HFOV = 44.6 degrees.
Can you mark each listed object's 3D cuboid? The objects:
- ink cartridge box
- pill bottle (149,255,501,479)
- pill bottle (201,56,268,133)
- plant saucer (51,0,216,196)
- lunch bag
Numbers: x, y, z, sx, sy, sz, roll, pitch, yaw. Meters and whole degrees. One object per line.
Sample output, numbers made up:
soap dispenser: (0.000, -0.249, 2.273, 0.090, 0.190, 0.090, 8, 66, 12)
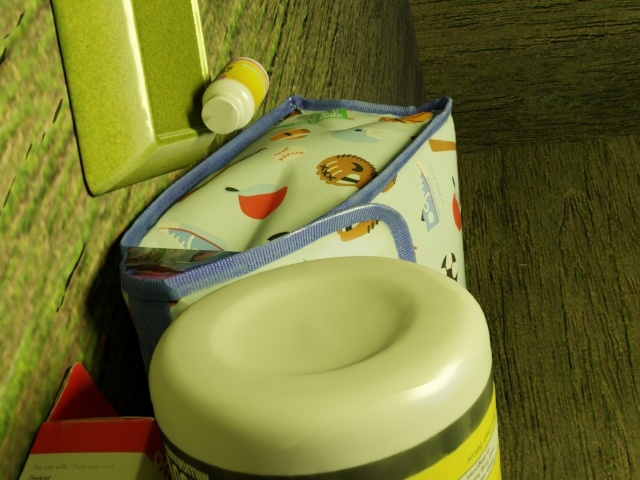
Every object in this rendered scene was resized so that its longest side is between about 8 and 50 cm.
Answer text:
ink cartridge box: (-0.123, 0.198, 0.454, 0.231, 0.077, 0.134, -81, 161, -44)
pill bottle: (0.020, 0.194, 0.482, 0.188, 0.187, 0.334, -63, 147, -65)
pill bottle: (-0.072, -0.119, 0.646, 0.083, 0.043, 0.043, -73, 154, -57)
plant saucer: (-0.131, -0.142, 0.605, 0.188, 0.045, 0.189, -45, 129, -72)
lunch bag: (-0.001, 0.079, 0.699, 0.385, 0.238, 0.328, -45, 131, -52)
